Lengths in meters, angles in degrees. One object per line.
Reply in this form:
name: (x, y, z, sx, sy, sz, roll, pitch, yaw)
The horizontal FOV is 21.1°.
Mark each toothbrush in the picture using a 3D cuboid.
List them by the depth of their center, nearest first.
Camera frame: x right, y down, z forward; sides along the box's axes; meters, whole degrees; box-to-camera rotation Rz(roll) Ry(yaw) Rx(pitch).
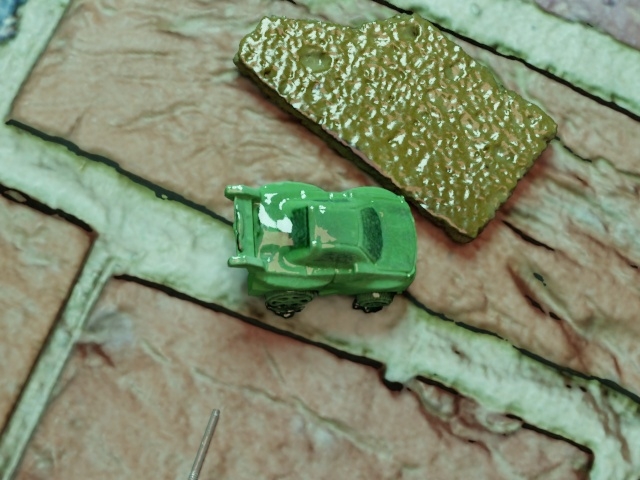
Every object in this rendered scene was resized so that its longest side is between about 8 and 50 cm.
toothbrush: (-0.089, 0.165, 1.233, 0.006, 0.008, 0.097, 25, 69, -18)

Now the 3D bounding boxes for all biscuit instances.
biscuit: (0.058, -0.112, 1.335, 0.237, 0.026, 0.131, 37, 69, 1)

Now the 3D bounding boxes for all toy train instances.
toy train: (0.000, 0.000, 1.261, 0.149, 0.081, 0.099, 0, 73, -11)
